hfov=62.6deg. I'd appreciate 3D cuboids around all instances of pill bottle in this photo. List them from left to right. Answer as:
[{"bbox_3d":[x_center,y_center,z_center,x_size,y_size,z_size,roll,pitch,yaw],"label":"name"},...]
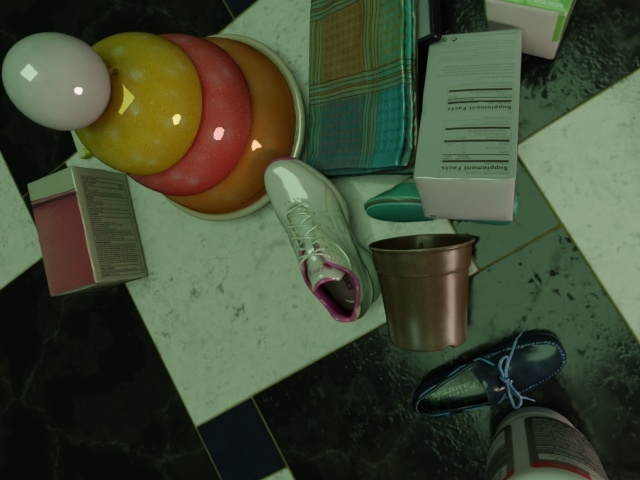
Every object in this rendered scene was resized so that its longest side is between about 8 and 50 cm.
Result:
[{"bbox_3d":[0.312,0.341,0.728,0.161,0.283,0.161,0,91,19],"label":"pill bottle"}]

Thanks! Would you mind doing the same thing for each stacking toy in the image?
[{"bbox_3d":[-0.255,-0.209,0.812,0.350,0.480,0.351,0,91,19],"label":"stacking toy"}]

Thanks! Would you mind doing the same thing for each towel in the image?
[{"bbox_3d":[0.056,-0.288,0.858,0.271,0.040,0.371,5,97,55],"label":"towel"}]

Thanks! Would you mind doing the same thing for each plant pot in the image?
[{"bbox_3d":[0.168,0.081,0.848,0.166,0.167,0.165,-4,98,19],"label":"plant pot"}]

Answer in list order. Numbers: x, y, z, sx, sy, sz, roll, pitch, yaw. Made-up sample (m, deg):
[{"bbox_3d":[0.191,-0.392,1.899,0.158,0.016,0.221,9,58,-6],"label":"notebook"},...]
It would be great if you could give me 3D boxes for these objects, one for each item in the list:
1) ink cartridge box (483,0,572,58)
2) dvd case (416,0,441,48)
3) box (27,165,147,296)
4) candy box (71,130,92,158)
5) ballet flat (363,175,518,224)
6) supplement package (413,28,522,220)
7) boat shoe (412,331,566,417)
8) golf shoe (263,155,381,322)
[{"bbox_3d":[0.334,-0.431,0.750,0.114,0.198,0.273,21,98,18],"label":"ink cartridge box"},{"bbox_3d":[0.092,-0.375,0.856,0.253,0.022,0.181,-3,90,55],"label":"dvd case"},{"bbox_3d":[-0.468,-0.017,1.066,0.126,0.148,0.233,-16,85,20],"label":"box"},{"bbox_3d":[-0.445,-0.262,1.117,0.205,0.027,0.105,-22,86,19],"label":"candy box"},{"bbox_3d":[0.198,-0.075,0.878,0.247,0.083,0.087,3,68,19],"label":"ballet flat"},{"bbox_3d":[0.224,-0.167,0.784,0.133,0.139,0.244,3,69,19],"label":"supplement package"},{"bbox_3d":[0.271,0.234,0.843,0.258,0.089,0.109,-34,80,17],"label":"boat shoe"},{"bbox_3d":[0.000,0.000,0.872,0.115,0.140,0.306,-30,99,23],"label":"golf shoe"}]
